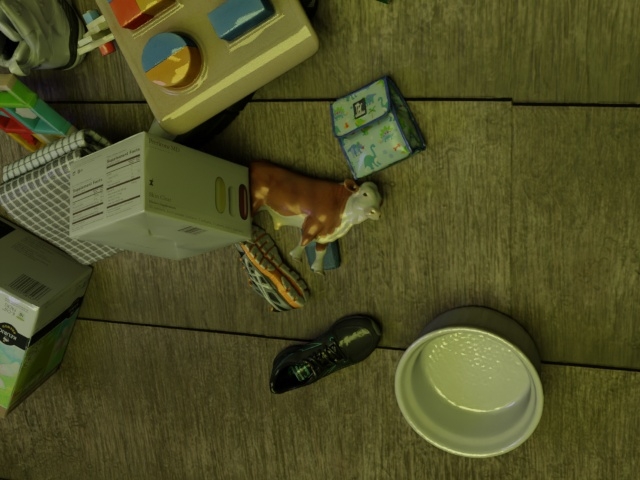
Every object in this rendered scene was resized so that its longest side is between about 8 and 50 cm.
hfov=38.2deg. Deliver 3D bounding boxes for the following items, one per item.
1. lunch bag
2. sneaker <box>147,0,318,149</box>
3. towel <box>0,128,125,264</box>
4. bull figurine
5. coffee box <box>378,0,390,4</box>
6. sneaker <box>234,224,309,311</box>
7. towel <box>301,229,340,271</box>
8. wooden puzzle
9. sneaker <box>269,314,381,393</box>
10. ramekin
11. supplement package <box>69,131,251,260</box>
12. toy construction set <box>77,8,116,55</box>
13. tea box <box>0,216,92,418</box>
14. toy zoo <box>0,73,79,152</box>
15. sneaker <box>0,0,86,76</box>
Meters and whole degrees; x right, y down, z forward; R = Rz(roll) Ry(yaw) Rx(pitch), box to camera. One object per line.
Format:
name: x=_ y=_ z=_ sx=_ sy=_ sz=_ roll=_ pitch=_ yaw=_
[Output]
lunch bag: x=0.097 y=-0.204 z=1.663 sx=0.128 sy=0.096 sz=0.151 roll=-23 pitch=89 yaw=28
sneaker: x=-0.230 y=-0.359 z=1.688 sx=0.257 sy=0.169 sz=0.447 roll=45 pitch=110 yaw=5
towel: x=-0.459 y=-0.071 z=1.826 sx=0.235 sy=0.121 sz=0.283 roll=-22 pitch=136 yaw=25
bull figurine: x=-0.031 y=-0.051 z=1.732 sx=0.310 sy=0.101 sz=0.189 roll=20 pitch=80 yaw=26
coffee box: x=0.033 y=-0.456 z=1.562 sx=0.184 sy=0.113 sz=0.040 roll=22 pitch=95 yaw=11
sneaker: x=-0.117 y=0.060 z=1.853 sx=0.083 sy=0.084 sz=0.215 roll=-31 pitch=98 yaw=36
towel: x=0.000 y=0.000 z=1.814 sx=0.067 sy=0.029 sz=0.120 roll=-4 pitch=110 yaw=20
wooden puzzle: x=-0.215 y=-0.395 z=1.544 sx=0.322 sy=0.080 sz=0.348 roll=-28 pitch=92 yaw=17
sneaker: x=0.007 y=0.243 z=1.872 sx=0.267 sy=0.106 sz=0.101 roll=-31 pitch=98 yaw=26
ramekin: x=0.290 y=0.261 z=1.763 sx=0.277 sy=0.135 sz=0.277 roll=7 pitch=113 yaw=16
supplement package: x=-0.286 y=-0.071 z=1.672 sx=0.204 sy=0.261 sz=0.145 roll=-16 pitch=71 yaw=36
toy construction set: x=-0.425 y=-0.497 z=1.677 sx=0.215 sy=0.151 sz=0.328 roll=-26 pitch=117 yaw=-4
tea box: x=-0.729 y=0.148 z=2.021 sx=0.329 sy=0.220 sz=0.324 roll=28 pitch=119 yaw=6
toy zoo: x=-0.563 y=-0.226 z=1.816 sx=0.192 sy=0.030 sz=0.293 roll=7 pitch=155 yaw=36
sneaker: x=-0.583 y=-0.475 z=1.711 sx=0.137 sy=0.210 sz=0.366 roll=-18 pitch=105 yaw=24
